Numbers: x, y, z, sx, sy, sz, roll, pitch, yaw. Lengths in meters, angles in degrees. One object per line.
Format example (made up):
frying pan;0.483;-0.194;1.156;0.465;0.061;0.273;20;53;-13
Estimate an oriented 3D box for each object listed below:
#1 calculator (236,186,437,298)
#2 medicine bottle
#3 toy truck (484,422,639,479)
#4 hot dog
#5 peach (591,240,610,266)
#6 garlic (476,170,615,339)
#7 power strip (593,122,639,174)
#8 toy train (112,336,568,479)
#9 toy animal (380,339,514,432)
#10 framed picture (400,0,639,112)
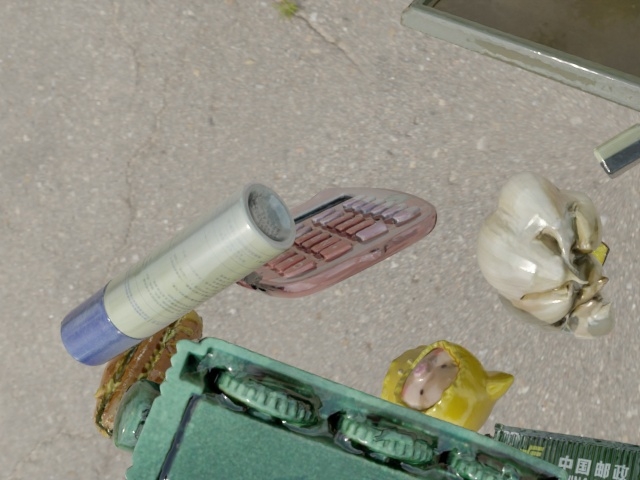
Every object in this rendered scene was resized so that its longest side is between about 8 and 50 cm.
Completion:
calculator;0.000;0.000;0.903;0.220;0.329;0.048;-25;104;-15
medicine bottle;-0.121;0.033;0.642;0.230;0.059;0.059;-31;84;30
toy truck;0.251;0.280;0.885;0.259;0.088;0.121;-6;59;48
hot dog;-0.261;0.190;1.209;0.115;0.269;0.072;7;133;8
peach;0.551;0.040;1.609;0.077;0.050;0.083;-23;91;13
garlic;0.329;0.037;1.167;0.184;0.203;0.281;-16;114;-4
power strip;0.625;-0.181;1.636;0.105;0.256;0.070;-32;80;19
toy train;0.010;0.170;0.566;0.330;0.178;0.139;23;83;-14
toy animal;0.166;0.222;1.143;0.156;0.230;0.156;0;90;-15
framed picture;0.218;-0.191;0.547;0.211;0.289;0.020;27;144;22
